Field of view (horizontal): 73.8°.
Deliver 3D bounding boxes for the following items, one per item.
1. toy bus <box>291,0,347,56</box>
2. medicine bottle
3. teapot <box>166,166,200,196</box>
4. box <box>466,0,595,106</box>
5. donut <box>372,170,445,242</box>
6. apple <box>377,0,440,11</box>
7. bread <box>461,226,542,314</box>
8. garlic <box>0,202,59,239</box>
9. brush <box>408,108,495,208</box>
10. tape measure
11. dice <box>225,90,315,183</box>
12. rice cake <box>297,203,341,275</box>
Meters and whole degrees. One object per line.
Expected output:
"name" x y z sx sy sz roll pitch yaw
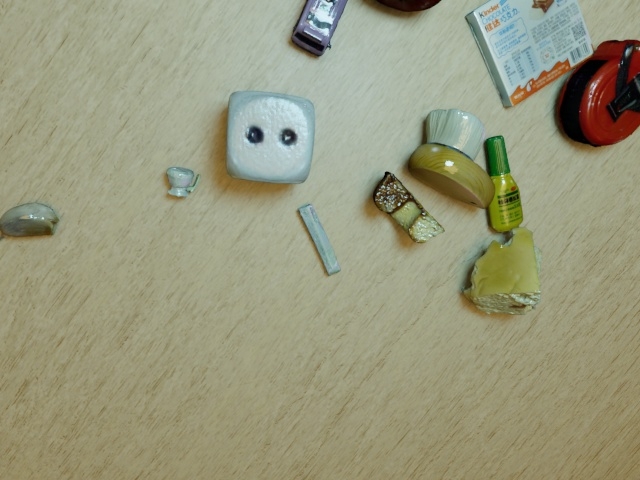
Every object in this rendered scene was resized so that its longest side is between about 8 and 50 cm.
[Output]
"toy bus" 0.011 -0.538 0.980 0.096 0.108 0.199 23 97 -14
"medicine bottle" 0.498 -0.156 1.176 0.094 0.064 0.261 -17 104 -6
"teapot" -0.333 -0.142 1.036 0.083 0.064 0.064 -4 114 -41
"box" 0.550 -0.535 1.109 0.273 0.048 0.265 -31 107 -2
"donut" 0.214 -0.085 1.107 0.217 0.141 0.085 42 103 -15
"apple" 0.194 -0.634 0.938 0.233 0.234 0.234 -2 103 -10
"bread" 0.506 0.096 1.203 0.211 0.224 0.184 -8 142 31
"garlic" -0.688 -0.042 0.986 0.152 0.066 0.084 -8 106 -11
"brush" 0.364 -0.203 1.097 0.266 0.174 0.166 28 87 -23
"tape measure" 0.770 -0.374 1.134 0.253 0.114 0.260 37 97 -27
"dice" -0.118 -0.234 0.982 0.191 0.193 0.194 5 100 -10
"rice cake" 0.000 0.000 1.136 0.043 0.034 0.211 -25 106 -1
